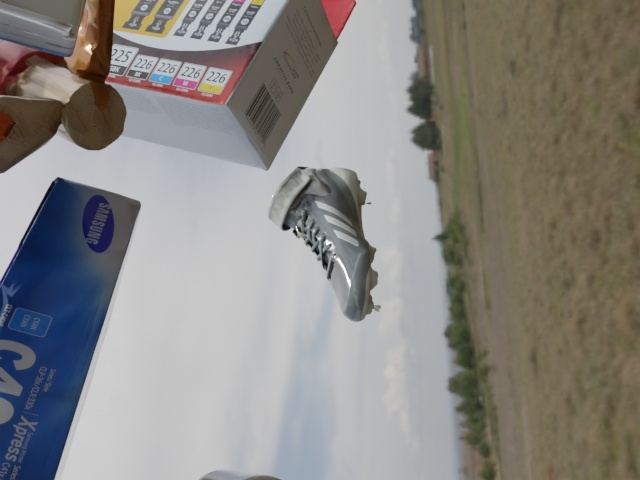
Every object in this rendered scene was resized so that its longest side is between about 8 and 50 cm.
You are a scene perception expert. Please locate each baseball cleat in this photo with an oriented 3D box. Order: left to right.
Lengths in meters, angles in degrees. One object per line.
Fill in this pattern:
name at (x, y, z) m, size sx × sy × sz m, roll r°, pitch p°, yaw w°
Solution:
baseball cleat at (0.000, 0.000, 0.854) m, size 0.205 × 0.110 × 0.072 m, roll -95°, pitch 15°, yaw -50°

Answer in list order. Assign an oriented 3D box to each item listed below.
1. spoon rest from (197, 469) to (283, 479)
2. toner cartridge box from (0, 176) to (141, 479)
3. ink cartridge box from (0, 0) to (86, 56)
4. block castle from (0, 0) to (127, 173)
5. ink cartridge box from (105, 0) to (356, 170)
spoon rest at (-0.100, 0.291, 0.601) m, size 0.084 × 0.137 × 0.276 m, roll 49°, pitch -133°, yaw -44°
toner cartridge box at (-0.198, 0.109, 0.574) m, size 0.347 × 0.075 × 0.165 m, roll -95°, pitch 24°, yaw -60°
ink cartridge box at (-0.144, -0.120, 0.342) m, size 0.180 × 0.104 × 0.060 m, roll -153°, pitch 77°, yaw -70°
block castle at (-0.355, -0.214, 0.577) m, size 0.453 × 0.213 × 0.302 m, roll -3°, pitch -71°, yaw -41°
ink cartridge box at (-0.152, -0.257, 1.052) m, size 0.271 × 0.310 × 0.130 m, roll -63°, pitch -30°, yaw -21°
